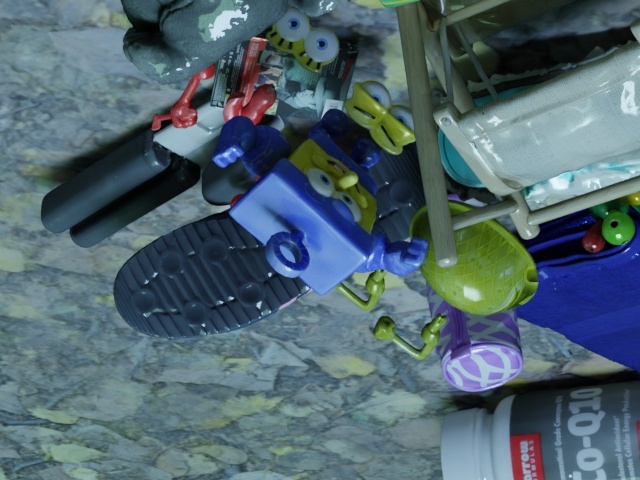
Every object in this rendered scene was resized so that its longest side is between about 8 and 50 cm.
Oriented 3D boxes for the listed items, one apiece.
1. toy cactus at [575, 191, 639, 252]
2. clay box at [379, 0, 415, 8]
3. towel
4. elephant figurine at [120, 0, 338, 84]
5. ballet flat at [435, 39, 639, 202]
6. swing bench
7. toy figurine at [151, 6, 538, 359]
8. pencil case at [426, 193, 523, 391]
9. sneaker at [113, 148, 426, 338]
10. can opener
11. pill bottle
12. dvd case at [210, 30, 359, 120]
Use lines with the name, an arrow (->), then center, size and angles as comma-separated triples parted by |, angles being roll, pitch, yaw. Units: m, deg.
toy cactus -> 0.287, -0.040, 1.817 | 0.180, 0.219, 0.112 | 23, 128, 28
clay box -> 0.111, -0.252, 1.444 | 0.222, 0.127, 0.053 | -13, 147, 25
towel -> 0.335, 0.053, 2.044 | 0.308, 0.076, 0.228 | 25, 150, -36
elephant figurine -> -0.138, -0.244, 1.466 | 0.186, 0.169, 0.239 | -34, 126, 4
ballet flat -> 0.295, -0.116, 1.711 | 0.409, 0.147, 0.147 | -6, 150, 19
swing bench -> 0.192, -0.142, 1.560 | 0.253, 0.254, 0.165 | -19, 178, 34
toy figurine -> 0.000, 0.000, 1.642 | 0.362, 0.217, 0.191 | 44, 119, -10
pencil case -> 0.141, 0.045, 1.906 | 0.086, 0.206, 0.088 | -23, 142, 15
sneaker -> -0.037, 0.007, 1.851 | 0.319, 0.112, 0.131 | -20, -178, 3
can opener -> -0.150, -0.053, 1.846 | 0.283, 0.095, 0.076 | -29, 138, 33
pill bottle -> 0.293, 0.252, 2.302 | 0.283, 0.161, 0.161 | -8, 149, 17
dvd case -> -0.032, -0.146, 1.734 | 0.119, 0.013, 0.087 | 7, 133, -8
